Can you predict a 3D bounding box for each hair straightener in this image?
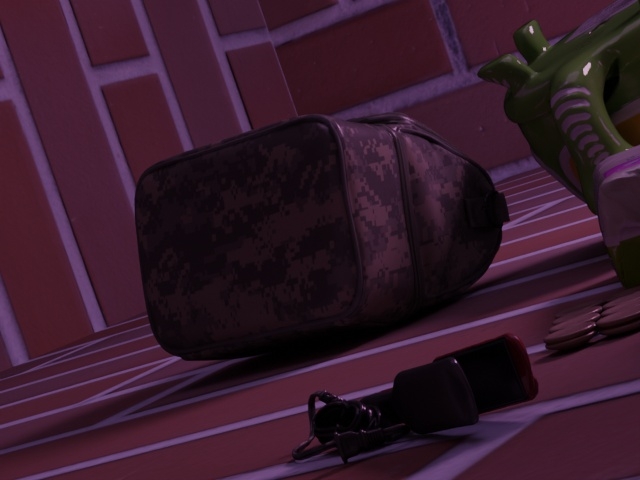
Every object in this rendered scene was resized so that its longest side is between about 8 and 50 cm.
[{"bbox_3d":[0.034,0.097,1.145,0.089,0.047,0.230,-20,2,-27],"label":"hair straightener"}]

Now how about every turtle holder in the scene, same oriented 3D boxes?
[{"bbox_3d":[0.309,-0.133,1.804,0.243,0.227,0.320,-35,8,0],"label":"turtle holder"}]

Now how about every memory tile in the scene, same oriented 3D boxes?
[{"bbox_3d":[0.210,0.047,1.317,0.113,0.012,0.148,-18,2,13],"label":"memory tile"}]

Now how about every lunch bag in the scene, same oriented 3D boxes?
[{"bbox_3d":[0.000,0.000,1.906,0.305,0.212,0.256,-16,-13,40],"label":"lunch bag"}]

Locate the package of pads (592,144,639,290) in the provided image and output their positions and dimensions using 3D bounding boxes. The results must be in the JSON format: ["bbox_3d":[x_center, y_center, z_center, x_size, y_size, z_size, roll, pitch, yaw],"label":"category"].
[{"bbox_3d":[0.356,-0.058,1.484,0.296,0.101,0.229,-18,3,8],"label":"package of pads"}]
